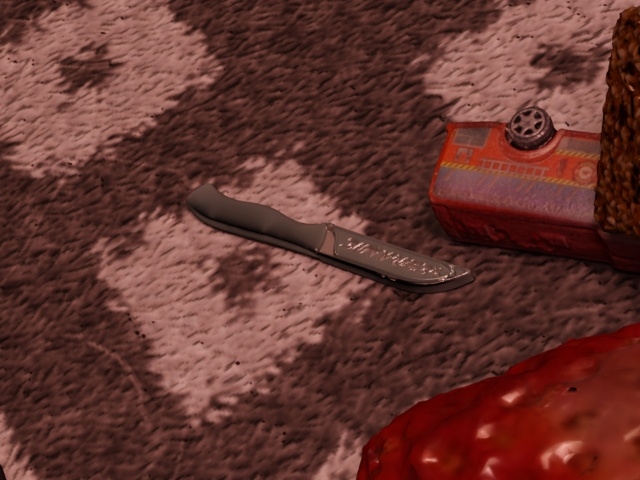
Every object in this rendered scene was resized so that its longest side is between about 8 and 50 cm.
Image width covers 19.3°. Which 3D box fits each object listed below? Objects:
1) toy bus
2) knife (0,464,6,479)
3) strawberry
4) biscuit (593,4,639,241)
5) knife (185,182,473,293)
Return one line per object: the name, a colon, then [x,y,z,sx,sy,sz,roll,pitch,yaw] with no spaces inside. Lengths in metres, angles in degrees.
toy bus: [0.160,-0.026,1.092,0.192,0.065,0.077,9,65,28]
knife: [-0.177,0.193,1.062,0.023,0.010,0.170,-22,48,1]
strawberry: [0.165,0.120,0.903,0.336,0.149,0.265,-1,52,22]
biscuit: [0.206,-0.049,0.936,0.025,0.131,0.231,1,8,-24]
knife: [0.000,0.000,1.161,0.210,0.015,0.028,19,54,32]
